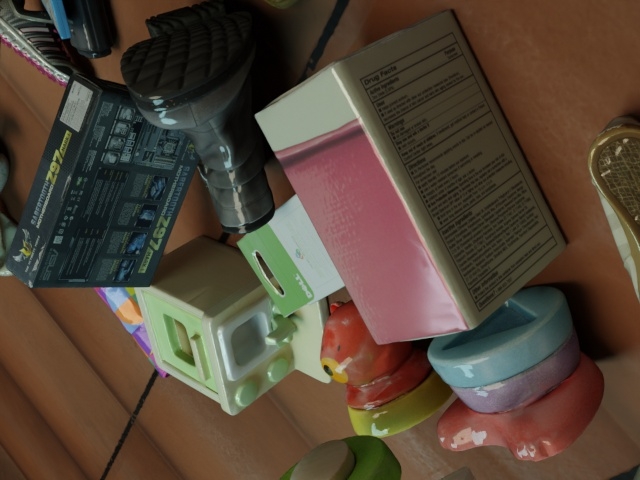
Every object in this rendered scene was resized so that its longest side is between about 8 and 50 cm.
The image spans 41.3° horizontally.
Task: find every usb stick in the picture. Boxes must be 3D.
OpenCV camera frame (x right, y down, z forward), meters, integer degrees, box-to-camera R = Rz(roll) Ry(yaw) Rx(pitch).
[{"bbox_3d":[-0.306,-0.357,1.014,0.077,0.045,0.278,24,134,41],"label":"usb stick"}]

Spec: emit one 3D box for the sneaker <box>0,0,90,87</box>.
[{"bbox_3d":[-0.366,-0.268,1.138,0.170,0.075,0.063,38,171,-9],"label":"sneaker"}]

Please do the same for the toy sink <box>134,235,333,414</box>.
[{"bbox_3d":[-0.113,0.114,1.076,0.234,0.131,0.153,20,131,39],"label":"toy sink"}]

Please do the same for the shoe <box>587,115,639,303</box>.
[{"bbox_3d":[0.264,0.004,0.637,0.076,0.058,0.219,-22,105,22],"label":"shoe"}]

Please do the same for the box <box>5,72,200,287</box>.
[{"bbox_3d":[-0.235,-0.058,0.966,0.059,0.183,0.233,32,105,31],"label":"box"}]

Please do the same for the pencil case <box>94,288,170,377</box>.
[{"bbox_3d":[-0.261,0.087,1.259,0.236,0.104,0.104,53,144,8],"label":"pencil case"}]

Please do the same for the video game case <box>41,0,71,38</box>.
[{"bbox_3d":[-0.343,-0.332,1.043,0.166,0.015,0.119,-128,26,-48],"label":"video game case"}]

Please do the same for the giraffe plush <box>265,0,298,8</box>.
[{"bbox_3d":[-0.119,-0.285,0.749,0.210,0.170,0.181,30,136,32],"label":"giraffe plush"}]

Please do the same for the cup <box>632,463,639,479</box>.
[{"bbox_3d":[0.338,0.311,0.607,0.331,0.237,0.331,31,140,30],"label":"cup"}]

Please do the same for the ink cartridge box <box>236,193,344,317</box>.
[{"bbox_3d":[0.000,0.000,0.920,0.109,0.062,0.209,56,144,0],"label":"ink cartridge box"}]

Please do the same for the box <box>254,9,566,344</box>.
[{"bbox_3d":[0.077,-0.050,0.722,0.127,0.148,0.232,-20,100,53],"label":"box"}]

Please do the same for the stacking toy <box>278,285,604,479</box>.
[{"bbox_3d":[0.071,0.137,0.768,0.309,0.279,0.130,-17,105,48],"label":"stacking toy"}]

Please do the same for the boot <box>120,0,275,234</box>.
[{"bbox_3d":[-0.092,-0.102,0.819,0.338,0.118,0.223,-98,-6,-67],"label":"boot"}]

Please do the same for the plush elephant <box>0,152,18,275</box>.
[{"bbox_3d":[-0.658,-0.040,1.484,0.330,0.271,0.256,-177,72,-80],"label":"plush elephant"}]
